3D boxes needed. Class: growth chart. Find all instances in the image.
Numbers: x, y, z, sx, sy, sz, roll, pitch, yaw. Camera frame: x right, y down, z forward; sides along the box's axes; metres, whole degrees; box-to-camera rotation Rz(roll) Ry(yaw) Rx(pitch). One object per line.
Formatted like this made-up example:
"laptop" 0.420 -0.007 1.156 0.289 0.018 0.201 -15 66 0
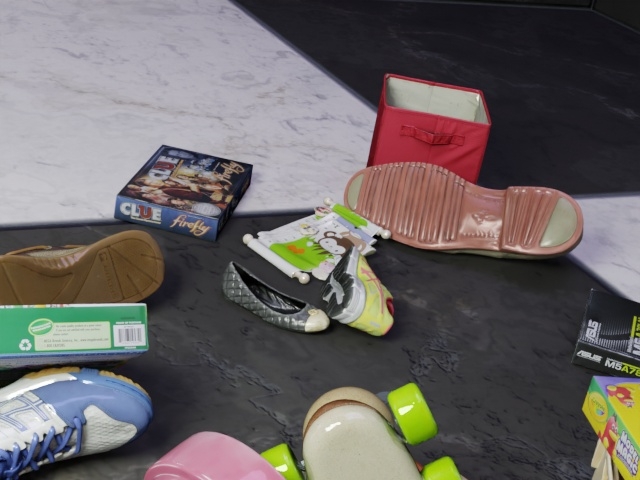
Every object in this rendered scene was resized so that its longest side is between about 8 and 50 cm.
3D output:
"growth chart" 0.000 0.000 1.779 0.172 0.021 0.237 27 34 32

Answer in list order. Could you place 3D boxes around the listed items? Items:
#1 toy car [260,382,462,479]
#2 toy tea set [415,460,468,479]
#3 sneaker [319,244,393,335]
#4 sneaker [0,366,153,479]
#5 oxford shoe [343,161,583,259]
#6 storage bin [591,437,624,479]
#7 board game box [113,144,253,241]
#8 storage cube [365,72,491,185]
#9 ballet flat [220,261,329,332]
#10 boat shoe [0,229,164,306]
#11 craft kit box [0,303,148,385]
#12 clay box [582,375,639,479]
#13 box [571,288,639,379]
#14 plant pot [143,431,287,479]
"toy car" 0.034 0.198 1.069 0.155 0.149 0.188 -25 12 1
"toy tea set" 0.134 0.333 1.091 0.200 0.124 0.336 30 7 -37
"sneaker" 0.058 0.079 1.600 0.094 0.081 0.208 31 18 -12
"sneaker" -0.316 0.210 1.147 0.297 0.111 0.131 -4 36 -11
"oxford shoe" 0.233 -0.031 1.871 0.397 0.140 0.146 14 -9 19
"storage bin" 0.410 0.324 1.164 0.262 0.123 0.260 13 26 5
"board game box" -0.216 -0.082 1.844 0.165 0.042 0.243 13 25 4
"storage cube" 0.181 -0.162 1.998 0.184 0.193 0.215 10 26 -2
"ballet flat" -0.065 0.081 1.558 0.173 0.049 0.057 22 28 22
"boat shoe" -0.364 0.065 1.427 0.342 0.123 0.123 -21 10 -40
"craft kit box" -0.333 0.115 1.205 0.250 0.061 0.247 1 -17 -24
"clay box" 0.368 0.221 1.158 0.127 0.053 0.222 5 25 -13
"box" 0.466 0.147 1.645 0.184 0.045 0.190 20 26 12
"plant pot" -0.113 0.293 0.958 0.201 0.201 0.180 29 47 32
